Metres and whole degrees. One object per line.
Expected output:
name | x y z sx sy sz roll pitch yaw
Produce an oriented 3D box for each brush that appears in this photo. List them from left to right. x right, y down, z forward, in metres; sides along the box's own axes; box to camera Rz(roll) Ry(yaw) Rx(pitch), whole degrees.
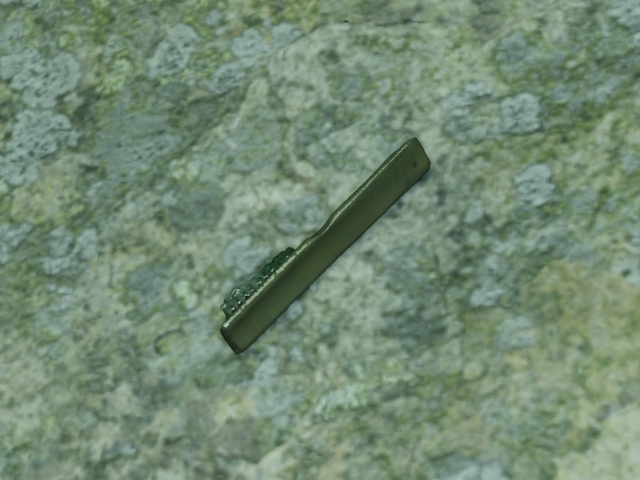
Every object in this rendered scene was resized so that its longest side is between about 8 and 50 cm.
brush | 0.000 0.000 1.170 0.190 0.034 0.027 -44 43 -12
